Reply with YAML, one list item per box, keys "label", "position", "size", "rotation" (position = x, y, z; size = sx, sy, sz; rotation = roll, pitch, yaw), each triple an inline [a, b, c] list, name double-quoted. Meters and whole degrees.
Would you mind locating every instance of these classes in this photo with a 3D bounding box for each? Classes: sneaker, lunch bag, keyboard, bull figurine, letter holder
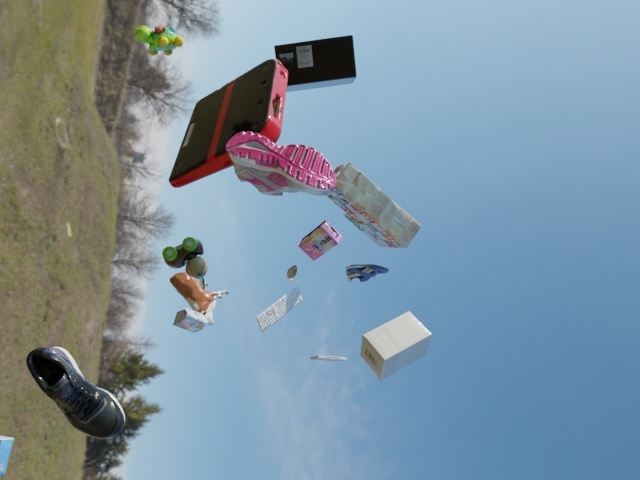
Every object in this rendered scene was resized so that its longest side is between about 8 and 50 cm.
- label: "sneaker"
  position: [-0.597, 0.372, 0.982]
  size: [0.107, 0.283, 0.124]
  rotation: [-47, 179, -24]
- label: "lunch bag"
  position: [-0.376, 0.231, 1.195]
  size: [0.083, 0.071, 0.053]
  rotation: [-23, -134, 45]
- label: "sneaker"
  position: [0.154, 0.108, 1.353]
  size: [0.053, 0.144, 0.059]
  rotation: [62, 27, -82]
- label: "sneaker"
  position: [-0.085, -0.152, 0.915]
  size: [0.111, 0.252, 0.103]
  rotation: [97, 18, -55]
- label: "keyboard"
  position: [-0.163, 0.274, 1.665]
  size: [0.014, 0.256, 0.072]
  rotation: [2, -66, 38]
- label: "bull figurine"
  position: [-0.539, 0.242, 1.841]
  size: [0.310, 0.188, 0.101]
  rotation: [42, -57, 21]
- label: "letter holder"
  position: [-0.016, -0.701, 1.656]
  size: [0.214, 0.301, 0.152]
  rotation: [-85, 168, -77]

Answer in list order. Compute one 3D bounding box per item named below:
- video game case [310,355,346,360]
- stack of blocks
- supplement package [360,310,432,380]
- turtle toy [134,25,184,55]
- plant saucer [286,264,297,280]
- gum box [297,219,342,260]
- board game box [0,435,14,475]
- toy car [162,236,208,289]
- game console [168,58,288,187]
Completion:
- label: "video game case"
  position: [0.031, 0.469, 1.631]
  size: [0.087, 0.121, 0.011]
  rotation: [141, -44, -61]
- label: "stack of blocks"
  position: [0.140, -0.100, 1.253]
  size: [0.087, 0.297, 0.171]
  rotation: [-54, -164, -11]
- label: "supplement package"
  position: [0.221, 0.308, 1.210]
  size: [0.105, 0.179, 0.105]
  rotation: [46, -33, 42]
- label: "turtle toy"
  position: [-0.457, -0.570, 1.159]
  size: [0.095, 0.130, 0.066]
  rotation: [-5, -75, 44]
- label: "plant saucer"
  position: [-0.148, 0.161, 2.087]
  size: [0.015, 0.083, 0.084]
  rotation: [20, -79, 28]
- label: "gum box"
  position: [0.000, 0.000, 1.838]
  size: [0.188, 0.107, 0.062]
  rotation: [-37, -166, 39]
- label: "board game box"
  position: [-0.964, 0.499, 0.943]
  size: [0.301, 0.308, 0.086]
  rotation: [-4, -110, 23]
- label: "toy car"
  position: [-0.485, 0.101, 1.540]
  size: [0.189, 0.148, 0.155]
  rotation: [62, -13, 5]
- label: "game console"
  position: [-0.250, -0.336, 1.153]
  size: [0.341, 0.060, 0.387]
  rotation: [-20, -134, 24]
